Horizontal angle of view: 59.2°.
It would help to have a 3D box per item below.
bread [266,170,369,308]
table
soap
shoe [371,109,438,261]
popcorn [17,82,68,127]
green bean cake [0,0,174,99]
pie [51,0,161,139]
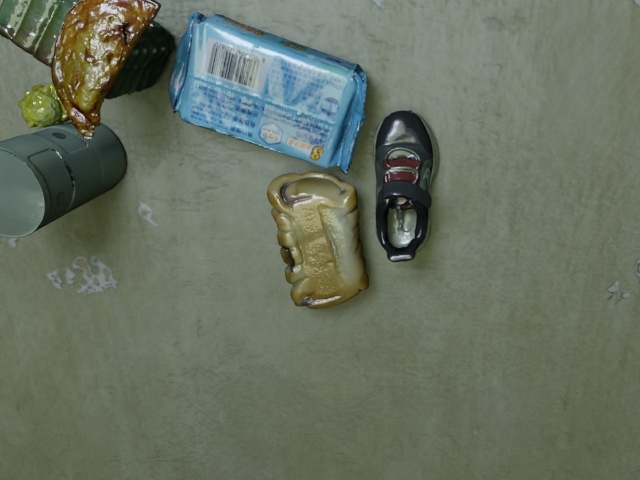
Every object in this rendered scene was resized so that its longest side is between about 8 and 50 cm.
[{"bbox_3d":[0.000,0.000,0.881,0.134,0.081,0.225,-7,109,5],"label":"bread"},{"bbox_3d":[-0.392,-0.098,0.820,0.127,0.220,0.126,4,112,9],"label":"table"},{"bbox_3d":[-0.074,-0.212,0.805,0.294,0.077,0.156,20,115,0],"label":"soap"},{"bbox_3d":[0.122,-0.069,0.818,0.099,0.112,0.227,1,114,9],"label":"shoe"},{"bbox_3d":[-0.421,-0.208,0.869,0.083,0.068,0.059,-40,133,-16],"label":"popcorn"},{"bbox_3d":[-0.304,-0.279,0.755,0.173,0.181,0.094,32,112,-3],"label":"green bean cake"},{"bbox_3d":[-0.271,-0.218,0.664,0.088,0.033,0.191,33,107,-5],"label":"pie"}]
